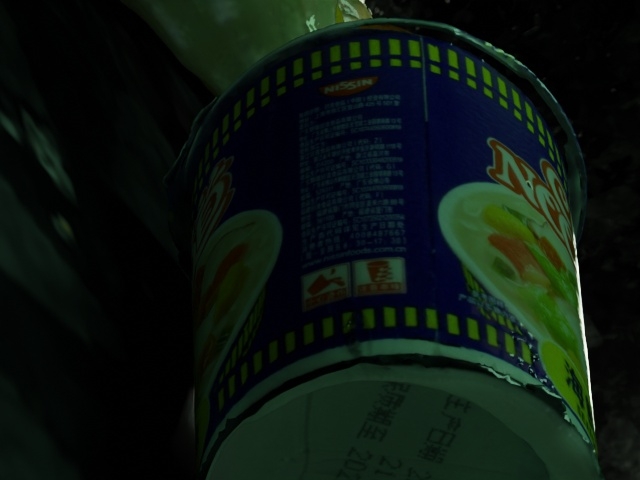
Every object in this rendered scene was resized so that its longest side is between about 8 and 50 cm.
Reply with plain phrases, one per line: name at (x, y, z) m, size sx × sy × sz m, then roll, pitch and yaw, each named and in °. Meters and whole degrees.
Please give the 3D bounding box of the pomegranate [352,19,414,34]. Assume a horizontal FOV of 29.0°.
pomegranate at (0.051, -0.161, 1.675) m, size 0.264 × 0.264 × 0.264 m, roll 59°, pitch 7°, yaw -12°

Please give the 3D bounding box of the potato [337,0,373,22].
potato at (0.025, -0.289, 2.148) m, size 0.264 × 0.211 × 0.189 m, roll 66°, pitch 7°, yaw 16°

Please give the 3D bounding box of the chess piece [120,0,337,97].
chess piece at (-0.039, -0.167, 1.143) m, size 0.442 × 0.234 × 0.234 m, roll 64°, pitch 7°, yaw 5°

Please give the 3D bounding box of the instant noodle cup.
instant noodle cup at (0.036, 0.056, 0.702) m, size 0.284 × 0.284 × 0.312 m, roll 57°, pitch 16°, yaw -25°

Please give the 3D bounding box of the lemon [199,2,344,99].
lemon at (-0.067, -0.233, 1.373) m, size 0.203 × 0.178 × 0.178 m, roll 46°, pitch 3°, yaw 17°
